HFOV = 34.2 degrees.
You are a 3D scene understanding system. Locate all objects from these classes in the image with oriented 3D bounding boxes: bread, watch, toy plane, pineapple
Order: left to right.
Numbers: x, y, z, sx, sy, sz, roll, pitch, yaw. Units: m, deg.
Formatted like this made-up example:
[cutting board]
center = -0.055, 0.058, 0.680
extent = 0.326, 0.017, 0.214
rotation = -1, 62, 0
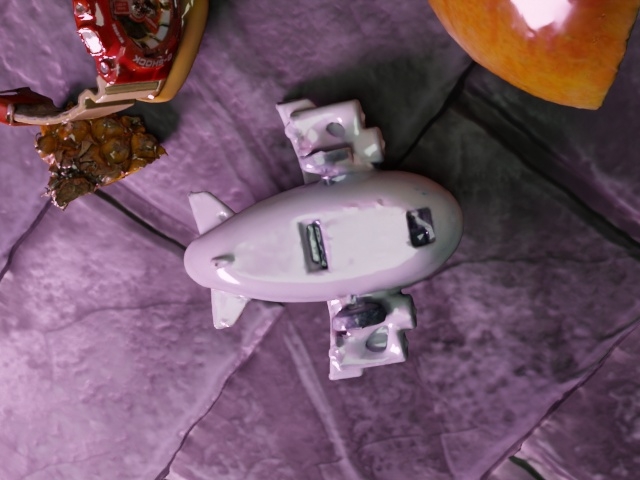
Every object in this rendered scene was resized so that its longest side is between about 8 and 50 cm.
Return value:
[watch]
center = -0.233, -0.169, 0.823
extent = 0.268, 0.102, 0.164
rotation = -10, 94, 33
[pineapple]
center = -0.205, -0.061, 0.901
extent = 0.114, 0.114, 0.077
rotation = 25, 136, 4
[bread]
center = -0.131, -0.171, 0.851
extent = 0.082, 0.056, 0.115
rotation = 26, 107, 19
[toy plane]
center = 0.000, 0.000, 0.876
extent = 0.245, 0.117, 0.244
rotation = 1, 96, 12

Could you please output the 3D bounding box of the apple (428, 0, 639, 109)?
[apple]
center = 0.159, -0.265, 0.693
extent = 0.254, 0.179, 0.346
rotation = 30, 125, 42
